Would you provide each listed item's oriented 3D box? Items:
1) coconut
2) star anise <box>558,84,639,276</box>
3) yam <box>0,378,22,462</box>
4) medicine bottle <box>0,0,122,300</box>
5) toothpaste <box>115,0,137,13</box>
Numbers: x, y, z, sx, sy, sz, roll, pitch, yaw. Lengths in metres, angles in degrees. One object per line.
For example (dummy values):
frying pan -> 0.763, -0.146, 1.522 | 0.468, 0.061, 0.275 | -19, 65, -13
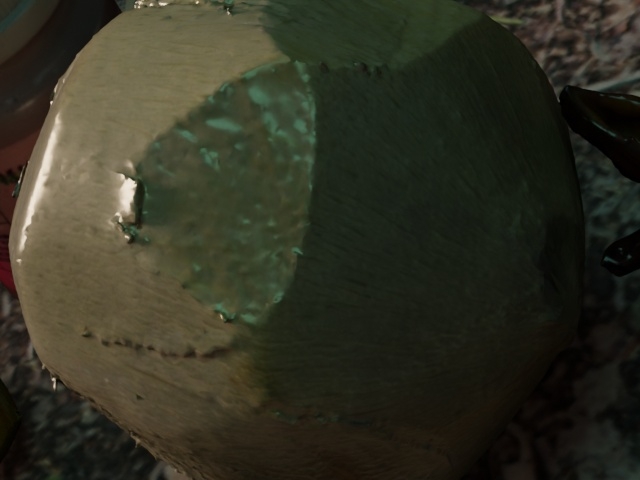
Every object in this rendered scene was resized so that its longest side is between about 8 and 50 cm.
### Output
coconut -> 0.000, 0.000, 0.761 | 0.247, 0.245, 0.245 | 7, 54, 39
star anise -> 0.175, -0.018, 0.768 | 0.140, 0.158, 0.144 | -31, 2, -6
yam -> -0.216, 0.078, 0.924 | 0.146, 0.070, 0.070 | 10, 56, 36
medicine bottle -> -0.162, -0.080, 0.911 | 0.147, 0.247, 0.147 | -14, 46, 15
toothpaste -> -0.076, -0.146, 1.074 | 0.268, 0.047, 0.069 | -8, 66, 24
